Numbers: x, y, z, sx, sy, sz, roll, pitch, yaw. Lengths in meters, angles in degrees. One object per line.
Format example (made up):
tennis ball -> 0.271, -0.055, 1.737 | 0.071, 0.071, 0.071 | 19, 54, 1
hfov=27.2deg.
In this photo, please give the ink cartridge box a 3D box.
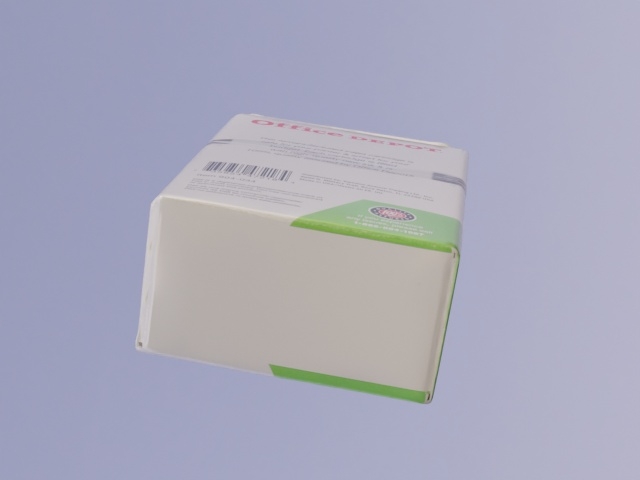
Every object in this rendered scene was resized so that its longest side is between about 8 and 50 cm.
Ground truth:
ink cartridge box -> 0.000, 0.000, 0.959 | 0.273, 0.198, 0.114 | -65, -16, -72
